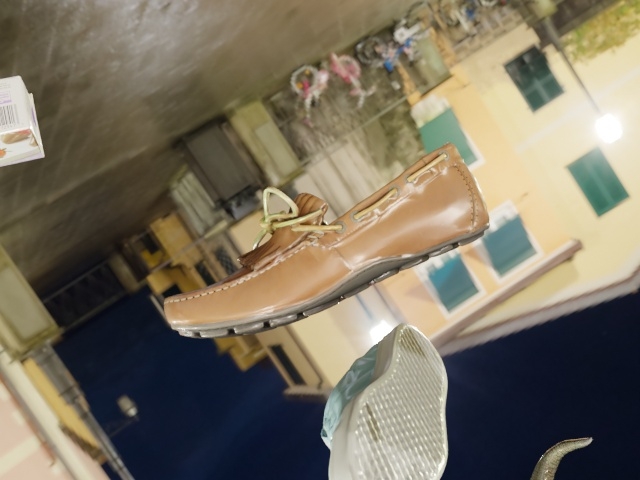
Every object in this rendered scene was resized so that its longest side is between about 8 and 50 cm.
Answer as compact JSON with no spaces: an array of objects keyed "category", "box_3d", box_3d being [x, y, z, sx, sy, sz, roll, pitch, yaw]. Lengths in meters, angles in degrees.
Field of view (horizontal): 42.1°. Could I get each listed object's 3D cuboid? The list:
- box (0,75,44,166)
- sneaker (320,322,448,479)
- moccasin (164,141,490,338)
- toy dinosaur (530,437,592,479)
[{"category":"box","box_3d":[-0.436,-0.085,0.798,0.324,0.067,0.063,-15,159,-10]},{"category":"sneaker","box_3d":[0.063,0.238,1.007,0.150,0.135,0.366,-45,179,23]},{"category":"moccasin","box_3d":[0.000,0.000,0.937,0.380,0.147,0.139,-25,177,0]},{"category":"toy dinosaur","box_3d":[0.154,0.305,0.701,0.160,0.121,0.313,-15,144,-54]}]
